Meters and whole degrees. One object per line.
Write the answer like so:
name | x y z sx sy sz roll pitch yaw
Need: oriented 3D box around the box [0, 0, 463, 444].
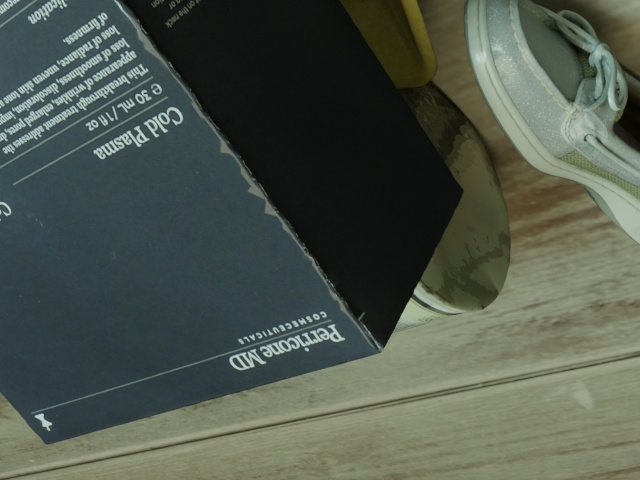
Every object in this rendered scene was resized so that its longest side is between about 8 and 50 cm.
box | -0.141 -0.055 0.691 0.343 0.179 0.312 -20 114 38

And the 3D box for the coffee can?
coffee can | 0.000 0.000 0.909 0.275 0.201 0.201 -21 132 37

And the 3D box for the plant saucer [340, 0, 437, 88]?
plant saucer | -0.109 -0.238 0.723 0.333 0.081 0.333 -4 141 21

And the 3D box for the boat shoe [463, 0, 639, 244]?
boat shoe | 0.228 -0.096 0.788 0.103 0.118 0.320 -28 132 35
